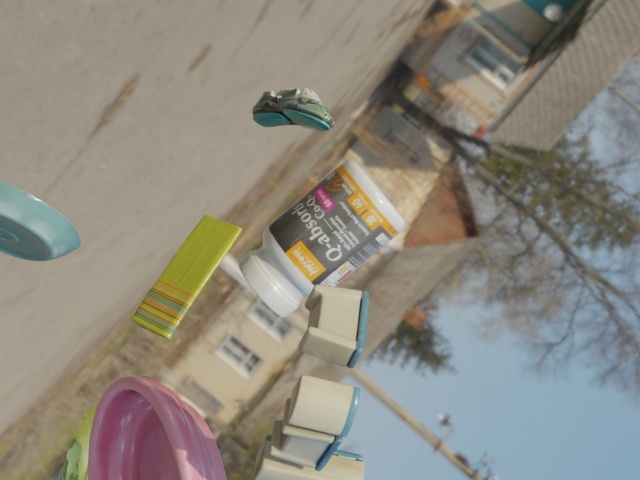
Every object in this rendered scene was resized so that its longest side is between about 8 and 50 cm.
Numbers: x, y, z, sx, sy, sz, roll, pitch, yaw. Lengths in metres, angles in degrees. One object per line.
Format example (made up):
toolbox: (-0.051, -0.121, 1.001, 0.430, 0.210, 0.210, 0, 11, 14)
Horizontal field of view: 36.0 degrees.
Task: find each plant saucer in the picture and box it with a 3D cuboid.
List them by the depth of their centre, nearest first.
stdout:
plant saucer: (-0.258, -0.013, 0.815, 0.119, 0.119, 0.021, 131, -19, -63)
plant saucer: (-0.221, 0.349, 1.355, 0.084, 0.332, 0.332, -1, 146, -35)
plant saucer: (-0.410, 0.408, 1.719, 0.241, 0.037, 0.240, 12, 90, -90)

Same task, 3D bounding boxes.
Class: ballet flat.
ballet flat: (-0.039, -0.213, 1.552, 0.188, 0.070, 0.070, 12, -125, 47)

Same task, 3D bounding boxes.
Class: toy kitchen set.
toy kitchen set: (0.014, 0.178, 1.131, 0.207, 0.122, 0.166, 116, -14, -51)

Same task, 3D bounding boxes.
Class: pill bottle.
pill bottle: (0.000, 0.000, 1.746, 0.278, 0.162, 0.162, -41, -178, 5)

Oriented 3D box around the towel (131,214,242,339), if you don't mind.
towel: (-0.235, 0.063, 1.749, 0.237, 0.102, 0.021, -57, 140, -15)
